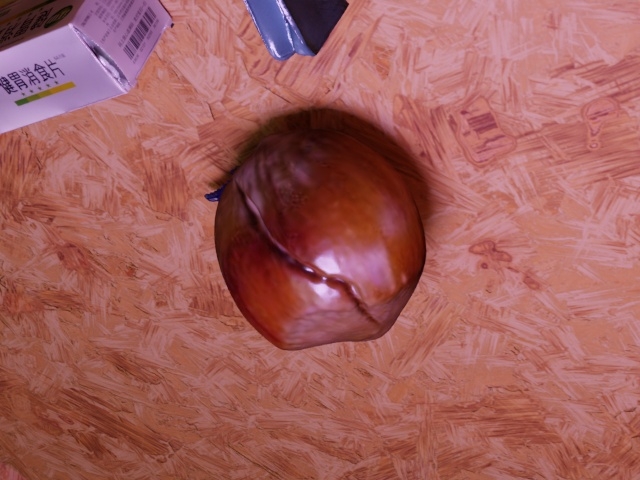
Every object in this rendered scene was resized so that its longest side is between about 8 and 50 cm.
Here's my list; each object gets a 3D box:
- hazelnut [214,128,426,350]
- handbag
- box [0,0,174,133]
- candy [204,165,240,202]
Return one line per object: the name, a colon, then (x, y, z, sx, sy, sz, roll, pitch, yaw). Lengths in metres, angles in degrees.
hazelnut: (0.000, 0.000, 2.120, 0.372, 0.315, 0.372, 7, 107, 22)
handbag: (-0.046, -0.374, 1.796, 0.062, 0.179, 0.229, -4, 128, 32)
box: (-0.407, -0.299, 2.077, 0.333, 0.173, 0.145, -12, 131, 38)
candy: (-0.072, -0.032, 2.314, 0.275, 0.070, 0.145, 36, 148, -22)
